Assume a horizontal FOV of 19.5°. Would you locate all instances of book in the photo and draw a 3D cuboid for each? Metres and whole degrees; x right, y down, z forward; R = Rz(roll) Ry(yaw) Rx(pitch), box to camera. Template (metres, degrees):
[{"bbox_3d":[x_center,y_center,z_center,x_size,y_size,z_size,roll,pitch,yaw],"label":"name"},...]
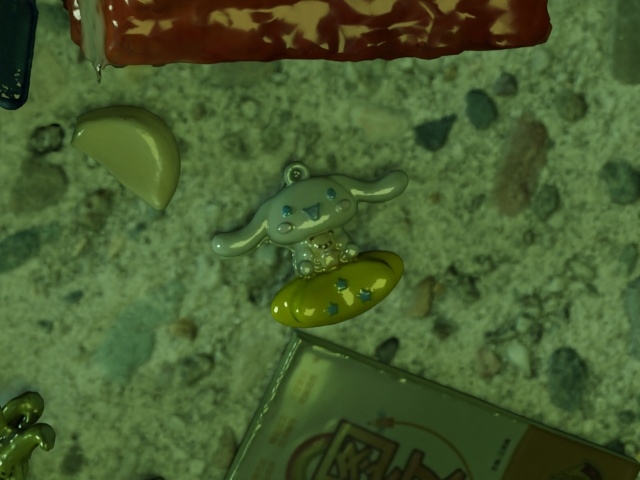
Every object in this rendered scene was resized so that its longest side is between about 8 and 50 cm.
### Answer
[{"bbox_3d":[0.070,0.207,1.382,0.295,0.020,0.208,21,101,-18],"label":"book"}]

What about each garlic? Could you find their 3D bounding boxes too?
[{"bbox_3d":[-0.124,-0.062,1.245,0.083,0.041,0.053,34,109,-12],"label":"garlic"}]

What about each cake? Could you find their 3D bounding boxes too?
[{"bbox_3d":[-0.015,-0.242,1.065,0.270,0.319,0.270,-3,108,-11],"label":"cake"}]

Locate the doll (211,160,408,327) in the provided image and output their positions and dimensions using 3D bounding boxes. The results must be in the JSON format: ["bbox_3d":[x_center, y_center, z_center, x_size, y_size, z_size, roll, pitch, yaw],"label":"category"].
[{"bbox_3d":[0.007,-0.003,1.287,0.135,0.071,0.113,-44,93,-4],"label":"doll"}]

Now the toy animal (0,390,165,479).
[{"bbox_3d":[-0.201,0.191,1.287,0.181,0.073,0.136,39,102,-24],"label":"toy animal"}]

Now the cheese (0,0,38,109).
[{"bbox_3d":[-0.307,-0.174,1.111,0.320,0.203,0.083,22,142,-31],"label":"cheese"}]
